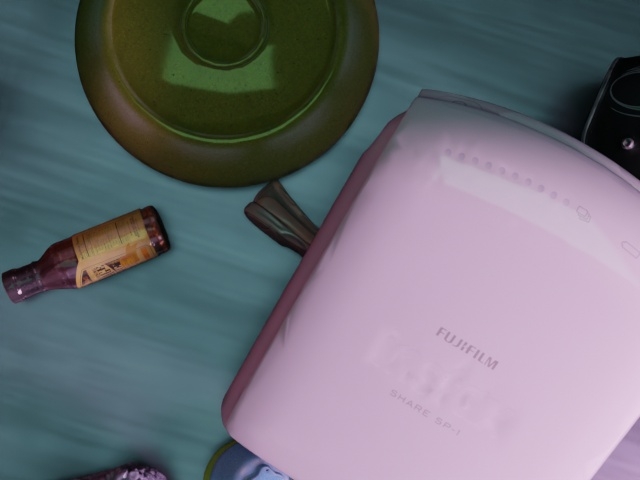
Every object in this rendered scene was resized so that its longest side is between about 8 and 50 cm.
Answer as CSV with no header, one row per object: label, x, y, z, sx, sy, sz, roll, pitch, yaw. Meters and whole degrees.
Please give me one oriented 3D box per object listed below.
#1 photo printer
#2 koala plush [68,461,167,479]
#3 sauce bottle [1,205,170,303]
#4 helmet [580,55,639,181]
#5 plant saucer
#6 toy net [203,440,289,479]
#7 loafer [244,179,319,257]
photo printer,0.103,0.066,0.772,0.256,0.107,0.307,32,114,3
koala plush,-0.204,0.268,0.757,0.203,0.221,0.196,-5,89,-2
sauce bottle,-0.181,0.013,0.856,0.128,0.042,0.042,-22,89,0
helmet,0.273,-0.051,0.814,0.162,0.169,0.169,20,88,15
plant saucer,-0.073,-0.162,0.859,0.241,0.037,0.240,0,85,-1
toy net,-0.034,0.271,0.842,0.122,0.045,0.232,11,79,-29
loafer,0.000,0.000,0.863,0.125,0.045,0.039,36,77,3
